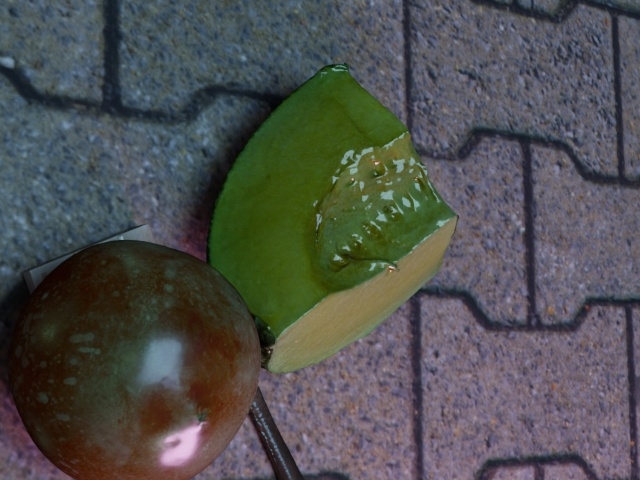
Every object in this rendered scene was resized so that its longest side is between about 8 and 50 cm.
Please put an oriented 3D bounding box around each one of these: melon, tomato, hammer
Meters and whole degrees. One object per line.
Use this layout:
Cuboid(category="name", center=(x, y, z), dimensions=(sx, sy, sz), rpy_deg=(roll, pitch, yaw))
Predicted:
Cuboid(category="melon", center=(0.000, 0.000, 1.612), dimensions=(0.343, 0.226, 0.331), rpy_deg=(-34, 119, -24))
Cuboid(category="tomato", center=(-0.185, 0.138, 1.388), dimensions=(0.270, 0.222, 0.270), rpy_deg=(-13, 116, -28))
Cuboid(category="hammer", center=(-0.048, 0.273, 1.650), dimensions=(0.125, 0.027, 0.297), rpy_deg=(-36, 109, -39))

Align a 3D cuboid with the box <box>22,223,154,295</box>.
Cuboid(category="box", center=(-0.252, 0.049, 1.499), dimensions=(0.167, 0.024, 0.090), rpy_deg=(-25, 102, -39))
